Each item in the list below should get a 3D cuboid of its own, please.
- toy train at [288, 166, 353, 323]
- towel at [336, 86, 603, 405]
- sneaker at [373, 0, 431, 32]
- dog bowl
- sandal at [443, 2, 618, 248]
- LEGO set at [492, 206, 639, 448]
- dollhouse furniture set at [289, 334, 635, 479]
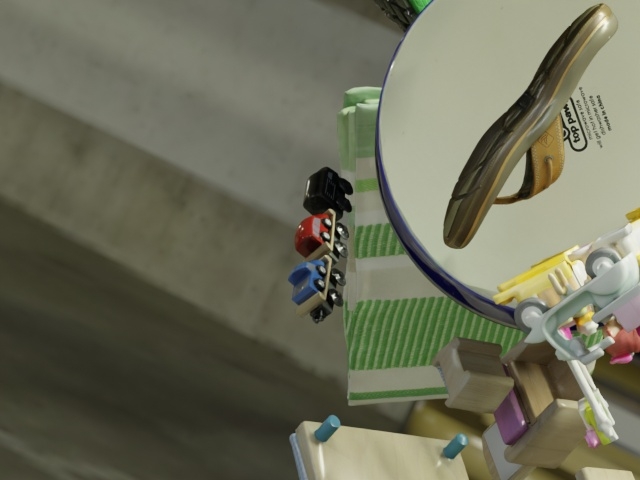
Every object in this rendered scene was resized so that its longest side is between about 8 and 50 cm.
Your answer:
[{"bbox_3d":[0.000,0.000,1.300,0.036,0.027,0.158,41,30,-23],"label":"toy train"},{"bbox_3d":[0.138,0.006,1.672,0.247,0.325,0.038,-3,35,-4],"label":"towel"},{"bbox_3d":[0.164,-0.212,1.742,0.343,0.146,0.134,30,9,-33],"label":"sneaker"},{"bbox_3d":[0.170,-0.070,1.348,0.265,0.265,0.104,26,-6,6],"label":"dog bowl"},{"bbox_3d":[0.135,-0.063,1.185,0.049,0.180,0.072,33,13,-9],"label":"sandal"},{"bbox_3d":[0.194,0.044,1.163,0.107,0.132,0.287,63,30,1],"label":"LEGO set"},{"bbox_3d":[0.055,0.219,1.325,0.303,0.198,0.286,10,45,-34],"label":"dollhouse furniture set"}]
